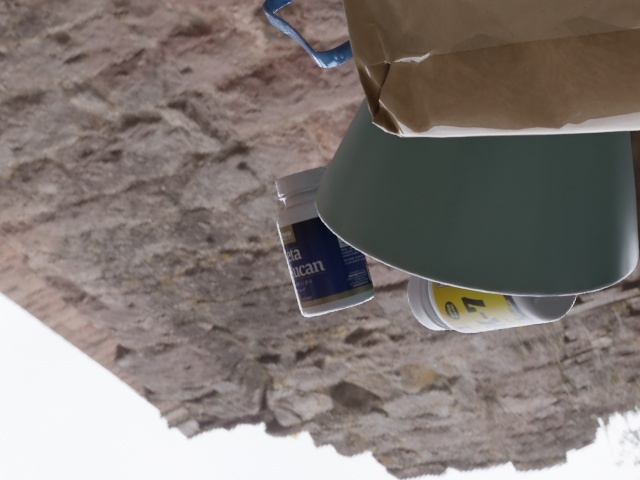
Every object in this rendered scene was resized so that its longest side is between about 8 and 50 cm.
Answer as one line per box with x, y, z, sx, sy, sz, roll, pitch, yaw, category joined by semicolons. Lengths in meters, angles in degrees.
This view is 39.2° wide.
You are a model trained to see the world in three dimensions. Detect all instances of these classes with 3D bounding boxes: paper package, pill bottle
0.219;-0.186;0.481;0.325;0.168;0.309;-28;-161;-28;paper package
0.000;0.000;1.090;0.094;0.094;0.169;-16;-91;18;pill bottle
0.216;0.057;1.167;0.208;0.119;0.119;-18;-136;54;pill bottle

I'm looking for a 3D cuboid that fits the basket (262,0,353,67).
0.077;-0.356;1.244;0.289;0.201;0.255;-35;-141;-3;basket

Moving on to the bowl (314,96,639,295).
0.158;-0.091;0.839;0.312;0.163;0.311;6;-154;-3;bowl
